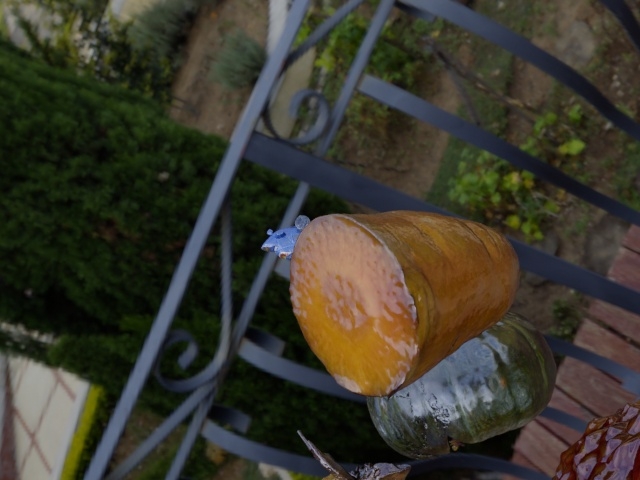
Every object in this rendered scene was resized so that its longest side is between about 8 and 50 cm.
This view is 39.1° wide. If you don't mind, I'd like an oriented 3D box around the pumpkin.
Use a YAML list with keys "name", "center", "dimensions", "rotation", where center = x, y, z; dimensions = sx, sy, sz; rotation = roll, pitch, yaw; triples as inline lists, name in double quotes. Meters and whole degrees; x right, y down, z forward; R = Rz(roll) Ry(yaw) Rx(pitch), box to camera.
- name: "pumpkin"
  center: [0.227, 0.226, 1.470]
  dimensions: [0.320, 0.320, 0.192]
  rotation: [-19, 92, 51]

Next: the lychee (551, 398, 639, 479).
- name: "lychee"
  center: [0.512, 0.394, 1.199]
  dimensions: [0.424, 0.424, 0.500]
  rotation: [1, 63, 57]

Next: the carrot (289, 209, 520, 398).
- name: "carrot"
  center: [0.102, 0.039, 0.800]
  dimensions: [0.159, 0.225, 0.159]
  rotation: [17, 112, 48]

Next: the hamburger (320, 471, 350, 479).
- name: "hamburger"
  center: [-0.008, 0.505, 1.526]
  dimensions: [0.282, 0.155, 0.245]
  rotation: [-30, 10, 36]

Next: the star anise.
- name: "star anise"
  center: [0.034, 0.349, 1.282]
  dimensions: [0.158, 0.144, 0.140]
  rotation: [-61, 24, 8]

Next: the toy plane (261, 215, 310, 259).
- name: "toy plane"
  center: [0.000, 0.000, 1.257]
  dimensions: [0.054, 0.167, 0.062]
  rotation: [75, -174, -64]

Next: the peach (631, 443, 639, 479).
- name: "peach"
  center: [0.352, 0.218, 0.708]
  dimensions: [0.199, 0.243, 0.244]
  rotation: [-5, 67, 33]
